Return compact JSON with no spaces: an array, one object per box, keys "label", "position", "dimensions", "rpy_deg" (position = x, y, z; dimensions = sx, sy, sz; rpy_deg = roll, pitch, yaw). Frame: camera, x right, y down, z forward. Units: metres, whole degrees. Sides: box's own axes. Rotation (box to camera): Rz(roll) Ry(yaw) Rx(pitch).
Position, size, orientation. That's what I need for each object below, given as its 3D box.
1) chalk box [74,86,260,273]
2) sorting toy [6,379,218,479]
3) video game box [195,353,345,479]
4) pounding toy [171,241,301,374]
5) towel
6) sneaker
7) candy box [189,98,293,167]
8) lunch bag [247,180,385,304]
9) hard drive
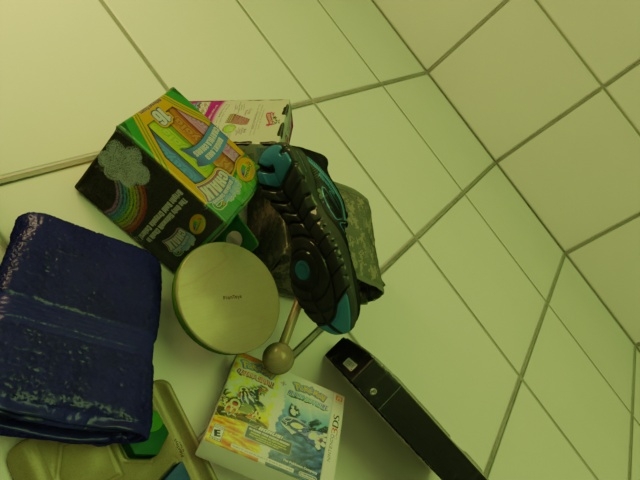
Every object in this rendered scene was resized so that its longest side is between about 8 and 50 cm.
[{"label":"chalk box","position":[-0.228,-0.081,0.935],"dimensions":[0.289,0.180,0.179],"rpy_deg":[43,38,-13]},{"label":"sorting toy","position":[-0.273,0.271,0.707],"dimensions":[0.229,0.041,0.307],"rpy_deg":[-17,74,-52]},{"label":"video game box","position":[-0.067,0.286,0.841],"dimensions":[0.205,0.048,0.187],"rpy_deg":[25,29,-6]},{"label":"pounding toy","position":[-0.150,0.116,0.884],"dimensions":[0.237,0.110,0.183],"rpy_deg":[29,52,-27]},{"label":"towel","position":[-0.333,0.117,0.724],"dimensions":[0.227,0.076,0.308],"rpy_deg":[26,37,-32]},{"label":"sneaker","position":[0.010,-0.011,0.924],"dimensions":[0.139,0.125,0.341],"rpy_deg":[-7,77,-51]},{"label":"candy box","position":[-0.180,-0.210,1.070],"dimensions":[0.233,0.071,0.159],"rpy_deg":[1,45,8]},{"label":"lunch bag","position":[0.000,0.000,1.118],"dimensions":[0.287,0.169,0.235],"rpy_deg":[18,50,-31]},{"label":"hard drive","position":[0.161,0.329,0.982],"dimensions":[0.064,0.237,0.339],"rpy_deg":[-42,95,-8]}]
